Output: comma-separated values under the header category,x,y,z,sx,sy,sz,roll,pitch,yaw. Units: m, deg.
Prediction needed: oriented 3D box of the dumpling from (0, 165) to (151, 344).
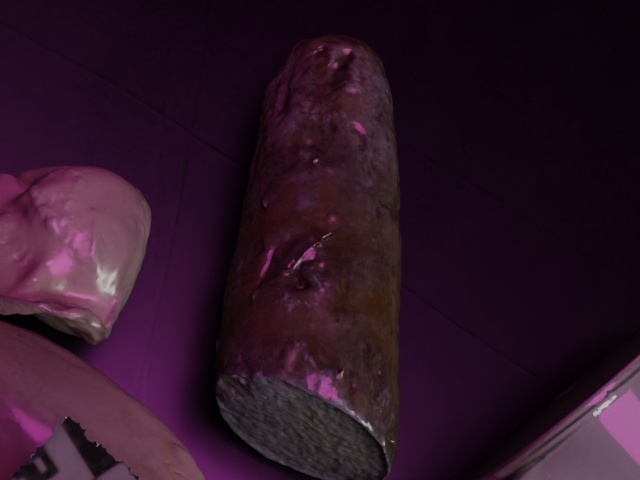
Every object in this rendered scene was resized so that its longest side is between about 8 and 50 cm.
category,x,y,z,sx,sy,sz,roll,pitch,yaw
dumpling,-0.185,-0.004,0.963,0.134,0.100,0.169,21,54,-9

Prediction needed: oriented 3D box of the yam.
category,x,y,z,sx,sy,sz,roll,pitch,yaw
yam,0.000,0.000,1.009,0.133,0.133,0.330,12,64,-14

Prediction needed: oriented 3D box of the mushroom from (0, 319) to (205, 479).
category,x,y,z,sx,sy,sz,roll,pitch,yaw
mushroom,-0.202,0.120,0.899,0.350,0.128,0.128,32,63,-2

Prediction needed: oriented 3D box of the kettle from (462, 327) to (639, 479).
category,x,y,z,sx,sy,sz,roll,pitch,yaw
kettle,0.289,0.212,0.978,0.265,0.205,0.318,-40,83,-2

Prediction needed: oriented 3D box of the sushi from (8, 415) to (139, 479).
category,x,y,z,sx,sy,sz,roll,pitch,yaw
sushi,-0.158,0.324,0.842,0.320,0.069,0.339,44,76,-17
